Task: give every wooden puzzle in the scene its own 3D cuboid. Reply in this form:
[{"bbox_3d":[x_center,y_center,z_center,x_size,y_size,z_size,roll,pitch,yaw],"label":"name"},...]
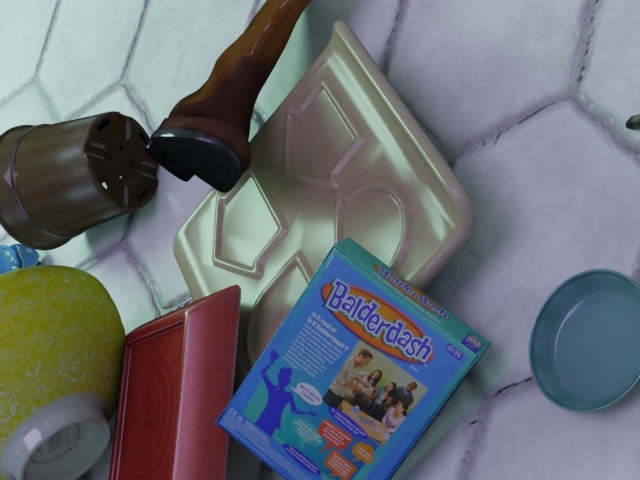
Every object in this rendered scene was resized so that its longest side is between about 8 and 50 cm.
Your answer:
[{"bbox_3d":[0.000,0.000,1.260,0.348,0.080,0.322,-53,42,23],"label":"wooden puzzle"}]

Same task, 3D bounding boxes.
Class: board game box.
[{"bbox_3d":[0.026,0.128,1.112,0.160,0.047,0.210,38,110,10],"label":"board game box"}]

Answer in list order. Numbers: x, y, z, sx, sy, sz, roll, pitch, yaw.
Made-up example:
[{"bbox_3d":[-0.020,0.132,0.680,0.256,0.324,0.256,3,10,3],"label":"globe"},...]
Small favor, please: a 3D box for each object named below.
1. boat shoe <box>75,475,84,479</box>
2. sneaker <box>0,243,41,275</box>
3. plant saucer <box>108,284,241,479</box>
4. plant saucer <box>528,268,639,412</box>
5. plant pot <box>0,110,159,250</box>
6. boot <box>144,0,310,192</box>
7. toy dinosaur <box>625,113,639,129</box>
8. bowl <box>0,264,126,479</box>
[{"bbox_3d":[-0.316,0.384,1.405,0.103,0.092,0.285,-30,52,38],"label":"boat shoe"},{"bbox_3d":[-0.417,0.071,1.663,0.240,0.091,0.126,31,96,50],"label":"sneaker"},{"bbox_3d":[-0.162,0.187,1.295,0.259,0.047,0.259,-23,59,60],"label":"plant saucer"},{"bbox_3d":[0.224,0.083,1.014,0.119,0.021,0.119,-23,56,40],"label":"plant saucer"},{"bbox_3d":[-0.303,-0.083,1.569,0.165,0.167,0.167,-13,63,34],"label":"plant pot"},{"bbox_3d":[-0.061,-0.185,1.325,0.280,0.096,0.264,-53,9,-7],"label":"boot"},{"bbox_3d":[0.328,-0.066,0.942,0.118,0.064,0.268,-56,38,22],"label":"toy dinosaur"},{"bbox_3d":[-0.319,0.184,1.385,0.156,0.289,0.289,46,108,30],"label":"bowl"}]
